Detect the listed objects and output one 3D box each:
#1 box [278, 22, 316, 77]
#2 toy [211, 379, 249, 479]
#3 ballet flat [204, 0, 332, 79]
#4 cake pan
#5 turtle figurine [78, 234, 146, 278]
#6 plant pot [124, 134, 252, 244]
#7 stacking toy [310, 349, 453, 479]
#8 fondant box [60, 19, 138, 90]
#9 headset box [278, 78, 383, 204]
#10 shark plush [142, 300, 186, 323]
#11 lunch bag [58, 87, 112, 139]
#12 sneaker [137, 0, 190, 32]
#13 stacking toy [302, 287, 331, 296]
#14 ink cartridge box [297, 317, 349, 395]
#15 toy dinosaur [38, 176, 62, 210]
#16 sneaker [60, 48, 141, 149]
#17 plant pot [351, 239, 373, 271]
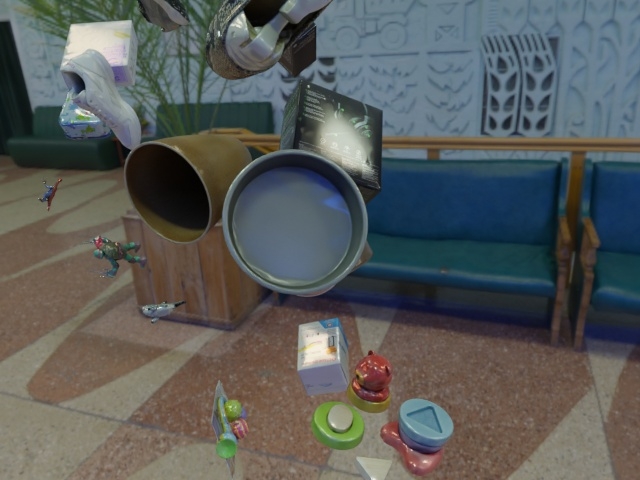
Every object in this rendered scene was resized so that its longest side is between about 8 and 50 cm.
[{"bbox_3d":[-0.132,-0.637,1.461,0.103,0.261,0.184,-41,-7,-10],"label":"box"},{"bbox_3d":[-0.196,0.412,1.128,0.056,0.137,0.237,-18,7,-2],"label":"toy"},{"bbox_3d":[-0.069,-0.460,0.969,0.482,0.164,0.182,-36,43,29],"label":"ballet flat"},{"bbox_3d":[-0.051,-0.036,1.007,0.293,0.293,0.054,-9,-7,-15],"label":"cake pan"},{"bbox_3d":[-0.803,0.057,1.937,0.118,0.175,0.234,-22,-14,38],"label":"turtle figurine"},{"bbox_3d":[-0.275,-0.150,1.170,0.237,0.237,0.254,8,29,27],"label":"plant pot"},{"bbox_3d":[0.146,0.414,1.194,0.279,0.130,0.309,-12,34,-43],"label":"stacking toy"},{"bbox_3d":[-0.844,-0.718,1.924,0.238,0.096,0.330,-8,53,-8],"label":"fondant box"},{"bbox_3d":[0.026,-0.250,1.295,0.246,0.283,0.131,14,-28,-20],"label":"headset box"},{"bbox_3d":[-0.603,0.250,1.923,0.161,0.073,0.067,-24,34,-12],"label":"shark plush"},{"bbox_3d":[-0.824,-0.460,1.792,0.176,0.090,0.219,-4,55,-3],"label":"lunch bag"},{"bbox_3d":[-0.493,-0.690,1.442,0.108,0.100,0.271,-29,-19,14],"label":"sneaker"},{"bbox_3d":[-0.035,0.110,2.073,0.350,0.351,0.480,-5,8,-6],"label":"stacking toy"},{"bbox_3d":[0.013,0.455,1.952,0.171,0.168,0.233,-12,36,9],"label":"ink cartridge box"},{"bbox_3d":[-0.788,-0.144,1.474,0.082,0.090,0.047,-37,-2,1],"label":"toy dinosaur"},{"bbox_3d":[-0.654,-0.399,1.487,0.114,0.305,0.152,2,37,36],"label":"sneaker"},{"bbox_3d":[0.000,0.000,1.552,0.263,0.229,0.263,-28,7,4],"label":"plant pot"}]
